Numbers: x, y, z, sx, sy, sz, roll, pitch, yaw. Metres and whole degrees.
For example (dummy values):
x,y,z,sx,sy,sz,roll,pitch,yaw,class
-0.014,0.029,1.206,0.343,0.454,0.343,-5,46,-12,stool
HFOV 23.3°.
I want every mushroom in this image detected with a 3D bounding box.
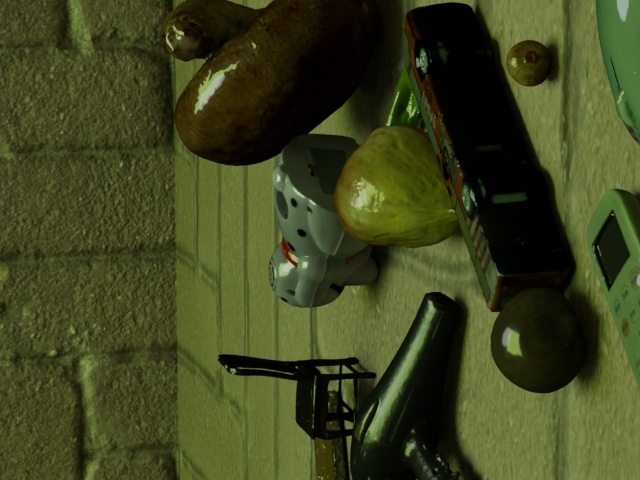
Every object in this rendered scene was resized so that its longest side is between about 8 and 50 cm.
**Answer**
x,y,z,sx,sy,sz,roll,pitch,yaw,class
-0.061,-0.241,2.202,0.345,0.345,0.239,168,87,-74,mushroom

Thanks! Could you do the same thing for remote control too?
x,y,z,sx,sy,sz,roll,pitch,yaw,class
0.307,0.086,1.403,0.090,0.038,0.309,107,156,-50,remote control

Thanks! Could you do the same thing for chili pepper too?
x,y,z,sx,sy,sz,roll,pitch,yaw,class
0.119,-0.205,2.004,0.050,0.052,0.202,-65,-12,-49,chili pepper

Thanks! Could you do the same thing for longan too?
x,y,z,sx,sy,sz,roll,pitch,yaw,class
0.227,0.102,1.592,0.113,0.092,0.113,-9,79,53,longan

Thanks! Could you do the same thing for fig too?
x,y,z,sx,sy,sz,roll,pitch,yaw,class
0.220,-0.187,1.662,0.083,0.050,0.050,144,123,-83,fig
0.132,-0.055,1.875,0.257,0.159,0.159,15,108,53,fig

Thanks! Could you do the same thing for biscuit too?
x,y,z,sx,sy,sz,roll,pitch,yaw,class
0.016,0.359,2.500,0.131,0.025,0.231,146,120,-73,biscuit

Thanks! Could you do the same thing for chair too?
x,y,z,sx,sy,sz,roll,pitch,yaw,class
-0.039,0.230,2.309,0.106,0.229,0.113,-152,64,-73,chair

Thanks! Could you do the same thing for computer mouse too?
x,y,z,sx,sy,sz,roll,pitch,yaw,class
0.286,-0.208,1.331,0.159,0.097,0.288,-124,36,-58,computer mouse

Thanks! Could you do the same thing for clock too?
x,y,z,sx,sy,sz,roll,pitch,yaw,class
0.003,-0.002,2.220,0.189,0.189,0.254,-110,25,-48,clock

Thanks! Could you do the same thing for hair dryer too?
x,y,z,sx,sy,sz,roll,pitch,yaw,class
0.164,0.267,1.903,0.359,0.120,0.304,53,129,47,hair dryer

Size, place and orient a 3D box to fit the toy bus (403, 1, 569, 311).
x,y,z,sx,sy,sz,roll,pitch,yaw,class
0.177,-0.104,1.740,0.092,0.093,0.409,96,164,-51,toy bus
